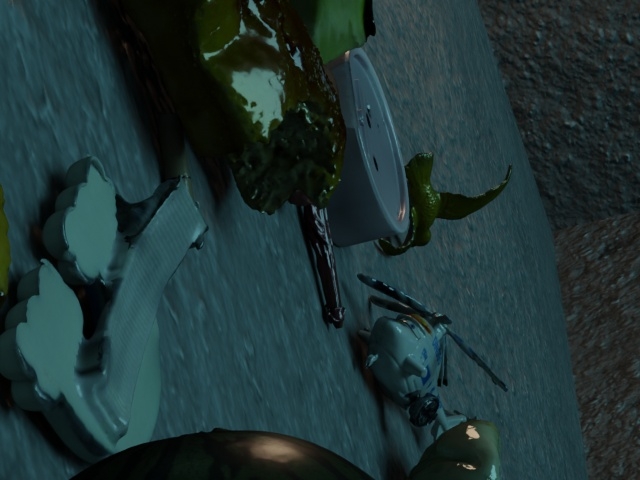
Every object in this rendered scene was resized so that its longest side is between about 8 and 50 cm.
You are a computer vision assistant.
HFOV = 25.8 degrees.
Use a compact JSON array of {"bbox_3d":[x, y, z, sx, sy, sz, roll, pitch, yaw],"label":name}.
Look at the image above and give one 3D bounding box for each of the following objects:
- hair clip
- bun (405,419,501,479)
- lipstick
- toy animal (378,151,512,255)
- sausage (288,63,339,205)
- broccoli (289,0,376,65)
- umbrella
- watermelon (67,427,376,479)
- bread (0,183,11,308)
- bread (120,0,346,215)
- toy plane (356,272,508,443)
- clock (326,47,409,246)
[{"bbox_3d":[-0.111,0.041,0.767,0.220,0.054,0.140,-80,157,-53],"label":"hair clip"},{"bbox_3d":[0.129,0.261,1.379,0.183,0.102,0.183,2,90,-85],"label":"bun"},{"bbox_3d":[-0.098,-0.041,0.957,0.019,0.019,0.094,35,42,-69],"label":"lipstick"},{"bbox_3d":[0.120,-0.046,1.682,0.095,0.219,0.155,60,-24,3],"label":"toy animal"},{"bbox_3d":[-0.013,-0.097,1.254,0.154,0.062,0.062,-90,160,-44],"label":"sausage"},{"bbox_3d":[-0.025,-0.330,1.225,0.221,0.252,0.361,-51,169,-38],"label":"broccoli"},{"bbox_3d":[0.000,0.000,1.289,0.027,0.025,0.165,153,-74,-85],"label":"umbrella"},{"bbox_3d":[-0.041,0.186,0.578,0.212,0.212,0.212,-14,90,-76],"label":"watermelon"},{"bbox_3d":[-0.182,-0.056,0.384,0.229,0.143,0.140,60,22,-54],"label":"bread"},{"bbox_3d":[-0.078,-0.183,0.967,0.185,0.109,0.380,-88,158,-65],"label":"bread"},{"bbox_3d":[0.097,0.145,1.455,0.182,0.107,0.273,37,-19,16],"label":"toy plane"},{"bbox_3d":[0.029,-0.095,1.406,0.197,0.068,0.197,-15,90,-76],"label":"clock"}]
